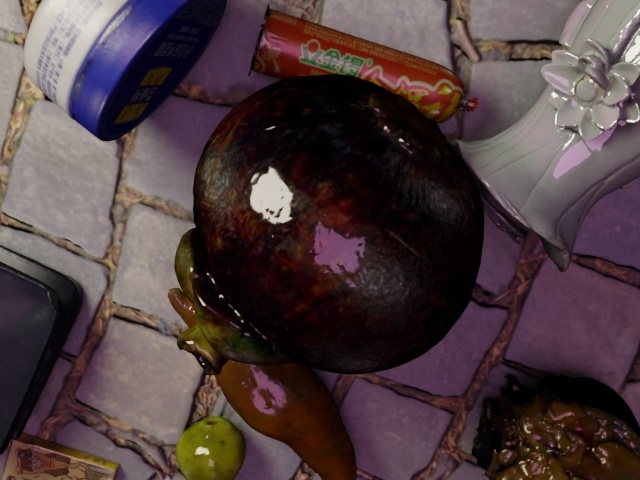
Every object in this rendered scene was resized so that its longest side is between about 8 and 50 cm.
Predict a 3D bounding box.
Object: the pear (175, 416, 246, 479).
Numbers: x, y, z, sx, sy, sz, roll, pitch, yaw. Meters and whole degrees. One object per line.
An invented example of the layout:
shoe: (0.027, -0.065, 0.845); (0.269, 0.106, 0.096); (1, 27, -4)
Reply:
pear: (-0.140, 0.280, 0.861); (0.092, 0.092, 0.097); (-8, 102, 2)

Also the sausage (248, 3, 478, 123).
sausage: (0.054, -0.191, 0.758); (0.264, 0.083, 0.083); (16, 103, -4)

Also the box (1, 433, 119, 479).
box: (-0.353, 0.315, 0.903); (0.149, 0.020, 0.073); (18, 103, -4)

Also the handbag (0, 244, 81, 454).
handbag: (-0.487, 0.108, 0.808); (0.325, 0.118, 0.269); (27, 95, -5)

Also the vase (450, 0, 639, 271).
vase: (0.347, -0.170, 0.689); (0.445, 0.250, 0.250); (-43, 99, 12)

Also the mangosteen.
mangosteen: (0.008, -0.009, 0.688); (0.330, 0.330, 0.330); (0, 103, 0)

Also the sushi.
sushi: (0.290, 0.280, 0.800); (0.200, 0.204, 0.213); (0, 98, 5)

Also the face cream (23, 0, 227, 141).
face cream: (-0.199, -0.212, 0.686); (0.111, 0.206, 0.206); (39, 100, -3)

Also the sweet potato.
sweet potato: (-0.057, 0.186, 0.829); (0.112, 0.112, 0.359); (-43, 96, 9)
